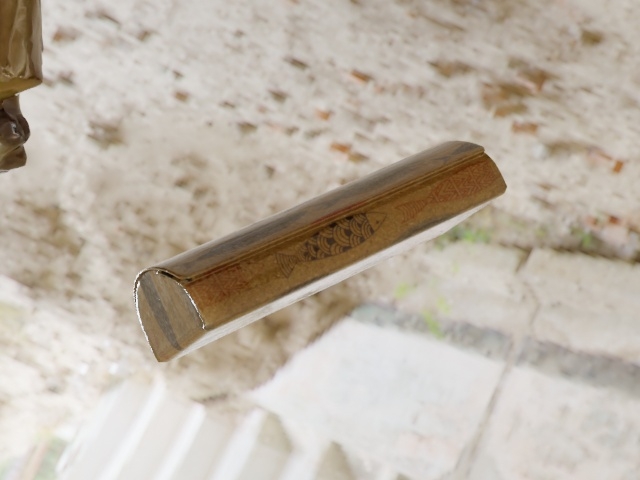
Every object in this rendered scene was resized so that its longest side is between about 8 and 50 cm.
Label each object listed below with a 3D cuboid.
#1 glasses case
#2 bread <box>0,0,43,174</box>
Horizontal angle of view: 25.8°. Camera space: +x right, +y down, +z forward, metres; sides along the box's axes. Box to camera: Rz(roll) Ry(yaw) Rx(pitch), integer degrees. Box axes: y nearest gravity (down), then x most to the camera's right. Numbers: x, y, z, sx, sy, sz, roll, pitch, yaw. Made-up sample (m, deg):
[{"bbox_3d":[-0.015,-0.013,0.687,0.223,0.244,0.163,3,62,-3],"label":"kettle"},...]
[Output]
[{"bbox_3d":[0.000,0.000,0.633,0.041,0.170,0.064,64,150,5],"label":"glasses case"},{"bbox_3d":[-0.280,-0.166,0.648,0.277,0.325,0.167,-13,-171,-11],"label":"bread"}]
